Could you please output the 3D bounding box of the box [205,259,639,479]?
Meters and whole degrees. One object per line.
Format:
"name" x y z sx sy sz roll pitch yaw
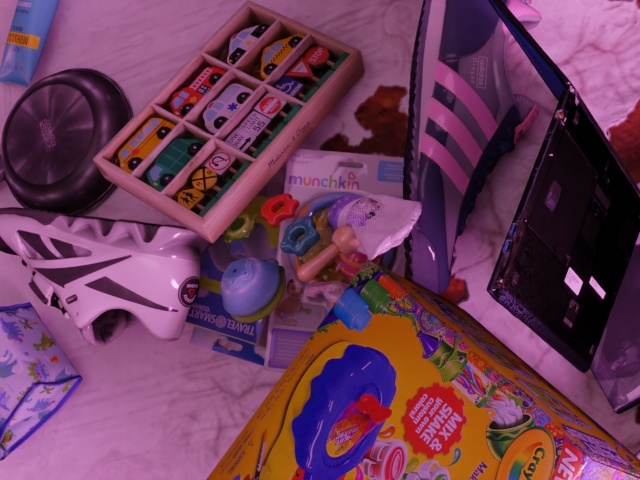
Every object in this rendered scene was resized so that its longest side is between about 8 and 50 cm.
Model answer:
"box" 0.085 0.225 0.895 0.290 0.177 0.279 -55 48 7

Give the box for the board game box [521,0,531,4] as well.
"board game box" 0.092 -0.393 1.076 0.291 0.141 0.232 12 85 27

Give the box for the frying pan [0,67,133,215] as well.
"frying pan" -0.381 -0.123 1.299 0.326 0.053 0.197 -1 78 22

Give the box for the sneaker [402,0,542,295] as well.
"sneaker" 0.149 -0.094 1.013 0.131 0.112 0.319 5 91 1

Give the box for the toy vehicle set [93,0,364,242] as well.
"toy vehicle set" -0.096 -0.136 1.109 0.166 0.035 0.267 29 67 27

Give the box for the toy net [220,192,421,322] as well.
"toy net" 0.000 0.000 1.005 0.232 0.045 0.122 -17 45 25

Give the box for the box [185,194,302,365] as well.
"box" -0.086 0.038 1.127 0.109 0.042 0.178 13 85 27

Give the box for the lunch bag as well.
"lunch bag" -0.377 0.168 1.213 0.151 0.096 0.129 -49 66 24

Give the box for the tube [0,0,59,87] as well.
"tube" -0.367 -0.299 1.327 0.080 0.052 0.207 17 90 49

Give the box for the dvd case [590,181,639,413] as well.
"dvd case" 0.331 0.023 0.935 0.238 0.029 0.179 -32 63 16

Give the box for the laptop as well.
"laptop" 0.182 -0.054 0.885 0.136 0.234 0.264 16 78 37

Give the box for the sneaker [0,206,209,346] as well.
"sneaker" -0.275 0.041 1.162 0.330 0.122 0.146 8 90 37

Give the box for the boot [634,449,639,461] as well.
"boot" 0.375 0.174 0.867 0.258 0.095 0.123 -47 70 19

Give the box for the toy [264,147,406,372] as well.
"toy" 0.020 0.022 1.054 0.136 0.056 0.237 5 84 4
